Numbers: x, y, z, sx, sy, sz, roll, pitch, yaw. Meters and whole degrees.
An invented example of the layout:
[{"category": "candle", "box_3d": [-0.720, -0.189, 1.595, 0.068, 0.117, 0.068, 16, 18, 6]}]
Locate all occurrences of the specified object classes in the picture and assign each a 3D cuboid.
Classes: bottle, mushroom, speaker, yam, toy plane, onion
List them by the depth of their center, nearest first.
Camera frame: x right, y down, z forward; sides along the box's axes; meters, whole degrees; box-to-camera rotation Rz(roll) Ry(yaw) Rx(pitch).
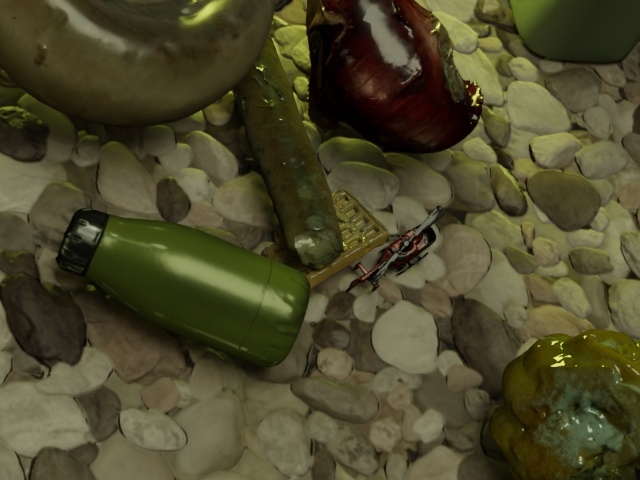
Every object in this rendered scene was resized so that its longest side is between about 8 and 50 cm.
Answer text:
[{"category": "bottle", "box_3d": [-0.146, 0.041, 1.697, 0.260, 0.112, 0.112, 22, 58, -10]}, {"category": "mushroom", "box_3d": [-0.209, -0.305, 1.741, 0.362, 0.294, 0.362, 15, 57, -24]}, {"category": "yam", "box_3d": [-0.044, -0.110, 1.829, 0.071, 0.067, 0.317, -18, 60, -2]}, {"category": "toy plane", "box_3d": [0.084, 0.018, 1.838, 0.145, 0.060, 0.037, -36, 81, -17]}, {"category": "onion", "box_3d": [0.055, -0.207, 1.873, 0.195, 0.272, 0.272, -34, 77, 12]}, {"category": "speaker", "box_3d": [0.336, -0.451, 2.112, 0.183, 0.184, 0.406, 2, 63, -22]}]

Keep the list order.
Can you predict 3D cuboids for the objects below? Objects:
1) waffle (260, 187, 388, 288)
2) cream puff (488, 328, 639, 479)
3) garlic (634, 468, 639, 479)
[{"category": "waffle", "box_3d": [0.000, 0.000, 1.812, 0.135, 0.021, 0.092, -30, 59, -20]}, {"category": "cream puff", "box_3d": [0.297, 0.180, 1.765, 0.194, 0.221, 0.194, 53, 27, -43]}, {"category": "garlic", "box_3d": [0.425, 0.271, 1.817, 0.147, 0.102, 0.159, 21, 67, 6]}]
